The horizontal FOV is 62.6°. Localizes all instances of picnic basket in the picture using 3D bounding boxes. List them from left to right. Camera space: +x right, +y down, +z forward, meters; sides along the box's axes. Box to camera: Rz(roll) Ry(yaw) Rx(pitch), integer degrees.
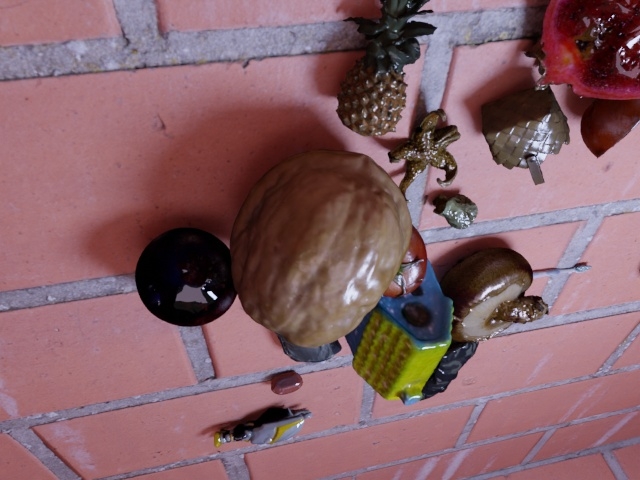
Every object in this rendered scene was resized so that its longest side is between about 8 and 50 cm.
[{"bbox_3d":[0.382,-0.182,0.962,0.137,0.128,0.178,-14,133,29],"label":"picnic basket"}]

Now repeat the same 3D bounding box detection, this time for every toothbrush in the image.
[{"bbox_3d":[0.612,0.090,1.426,0.269,0.021,0.027,-7,161,-10],"label":"toothbrush"}]

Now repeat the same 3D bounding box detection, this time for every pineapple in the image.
[{"bbox_3d":[0.103,-0.285,0.763,0.119,0.130,0.277,-12,139,-24],"label":"pineapple"}]

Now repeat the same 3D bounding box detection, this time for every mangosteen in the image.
[{"bbox_3d":[-0.262,0.077,1.013,0.194,0.194,0.230,12,159,-29],"label":"mangosteen"}]

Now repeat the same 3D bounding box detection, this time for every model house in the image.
[{"bbox_3d":[0.175,0.203,1.207,0.215,0.303,0.237,-7,138,-21],"label":"model house"}]

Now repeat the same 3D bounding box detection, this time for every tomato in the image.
[{"bbox_3d":[0.144,0.027,1.101,0.167,0.167,0.167,-10,139,-8],"label":"tomato"},{"bbox_3d":[0.554,-0.252,0.933,0.225,0.085,0.225,-38,168,-9],"label":"tomato"}]

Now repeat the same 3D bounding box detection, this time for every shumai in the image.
[{"bbox_3d":[0.275,-0.058,1.104,0.080,0.083,0.082,-15,105,-32],"label":"shumai"}]

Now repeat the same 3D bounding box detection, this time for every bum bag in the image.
[{"bbox_3d":[0.374,0.419,1.657,0.144,0.095,0.340,-11,144,-35],"label":"bum bag"}]

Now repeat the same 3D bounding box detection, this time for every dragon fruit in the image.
[{"bbox_3d":[0.430,-0.328,0.837,0.211,0.134,0.262,-27,111,36],"label":"dragon fruit"}]

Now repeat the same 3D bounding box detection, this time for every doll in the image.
[{"bbox_3d":[-0.178,0.590,1.658,0.316,0.103,0.145,-13,143,4],"label":"doll"}]

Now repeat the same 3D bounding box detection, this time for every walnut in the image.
[{"bbox_3d":[0.003,0.002,0.911,0.306,0.306,0.344,9,124,-27],"label":"walnut"}]

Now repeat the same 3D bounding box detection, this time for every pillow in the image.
[{"bbox_3d":[-0.046,0.220,1.288,0.161,0.093,0.335,2,146,20],"label":"pillow"}]

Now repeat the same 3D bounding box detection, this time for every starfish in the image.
[{"bbox_3d":[0.188,-0.162,0.964,0.146,0.074,0.190,-15,139,-4],"label":"starfish"}]

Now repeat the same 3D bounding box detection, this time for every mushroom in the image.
[{"bbox_3d":[0.417,0.139,1.316,0.278,0.163,0.297,-1,137,-6],"label":"mushroom"}]

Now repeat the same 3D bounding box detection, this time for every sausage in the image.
[{"bbox_3d":[-0.097,0.410,1.512,0.094,0.059,0.054,-13,161,-8],"label":"sausage"}]

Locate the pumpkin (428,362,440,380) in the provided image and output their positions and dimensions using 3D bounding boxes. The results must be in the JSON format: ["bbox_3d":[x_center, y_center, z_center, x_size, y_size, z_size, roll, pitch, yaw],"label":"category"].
[{"bbox_3d":[0.243,0.329,1.483,0.194,0.150,0.194,-10,110,-27],"label":"pumpkin"}]
